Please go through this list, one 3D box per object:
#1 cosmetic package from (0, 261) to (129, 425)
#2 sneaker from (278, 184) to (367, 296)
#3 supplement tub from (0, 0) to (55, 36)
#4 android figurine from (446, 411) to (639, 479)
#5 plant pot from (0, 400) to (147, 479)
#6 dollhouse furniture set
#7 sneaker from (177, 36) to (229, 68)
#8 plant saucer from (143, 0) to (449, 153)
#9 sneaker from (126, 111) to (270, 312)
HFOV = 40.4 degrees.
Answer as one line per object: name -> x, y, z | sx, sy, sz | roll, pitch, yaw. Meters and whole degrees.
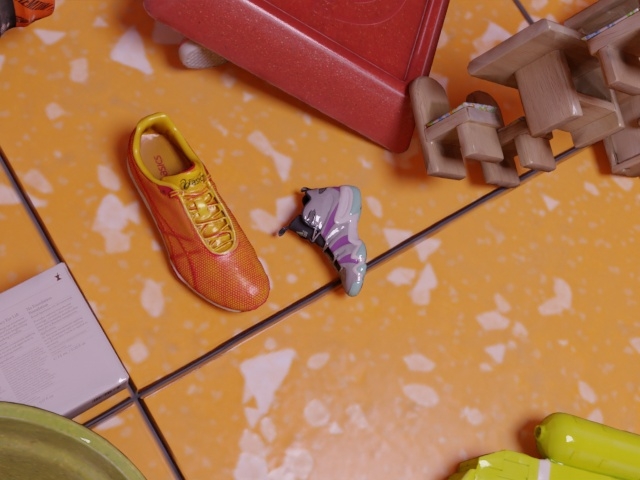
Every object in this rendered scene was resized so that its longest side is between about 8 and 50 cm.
cosmetic package -> -0.260, 0.117, 0.592 | 0.239, 0.060, 0.099 | -28, 83, -20
sneaker -> 0.000, 0.000, 0.708 | 0.069, 0.038, 0.098 | 1, 61, -11
supplement tub -> -0.375, -0.179, 0.594 | 0.338, 0.207, 0.207 | -26, 78, -20
android figurine -> 0.184, 0.255, 0.647 | 0.272, 0.056, 0.248 | 18, 68, -8
plant pot -> -0.181, 0.229, 0.432 | 0.276, 0.254, 0.276 | 2, 85, -20
dollhouse furniture set -> 0.221, -0.155, 0.720 | 0.242, 0.212, 0.161 | 4, 69, -42
sneaker -> -0.078, -0.200, 0.752 | 0.134, 0.051, 0.070 | -31, 83, -27
plant saucer -> 0.012, -0.244, 0.752 | 0.259, 0.047, 0.259 | 27, 66, -21
sneaker -> -0.099, -0.019, 0.674 | 0.064, 0.067, 0.175 | -34, 82, -23
